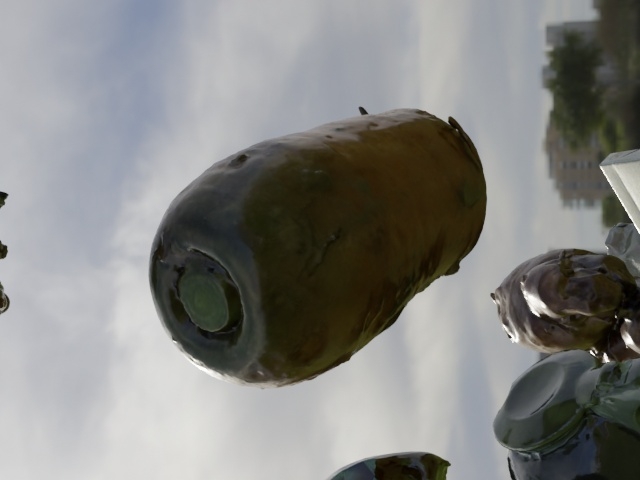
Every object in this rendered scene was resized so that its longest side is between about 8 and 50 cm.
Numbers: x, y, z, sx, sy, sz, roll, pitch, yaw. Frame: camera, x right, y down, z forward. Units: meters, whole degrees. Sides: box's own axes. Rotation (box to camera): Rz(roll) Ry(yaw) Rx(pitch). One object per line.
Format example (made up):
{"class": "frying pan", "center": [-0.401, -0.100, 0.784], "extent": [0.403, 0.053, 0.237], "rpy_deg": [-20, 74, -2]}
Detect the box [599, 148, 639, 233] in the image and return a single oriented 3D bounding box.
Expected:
{"class": "box", "center": [0.332, -0.045, 0.981], "extent": [0.024, 0.167, 0.090], "rpy_deg": [-41, -74, -22]}

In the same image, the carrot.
{"class": "carrot", "center": [0.000, 0.000, 1.074], "extent": [0.340, 0.224, 0.224], "rpy_deg": [-27, -61, -49]}

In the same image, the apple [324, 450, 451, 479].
{"class": "apple", "center": [0.135, 0.498, 1.701], "extent": [0.374, 0.384, 0.374], "rpy_deg": [54, 155, 39]}

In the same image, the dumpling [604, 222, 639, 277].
{"class": "dumpling", "center": [0.576, 0.019, 1.840], "extent": [0.108, 0.188, 0.127], "rpy_deg": [49, -146, -76]}

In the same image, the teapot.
{"class": "teapot", "center": [0.328, 0.244, 1.200], "extent": [0.239, 0.239, 0.321], "rpy_deg": [-49, 17, -10]}

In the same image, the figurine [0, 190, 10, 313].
{"class": "figurine", "center": [-0.542, 0.049, 1.666], "extent": [0.194, 0.133, 0.274], "rpy_deg": [-57, -29, -78]}

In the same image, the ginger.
{"class": "ginger", "center": [0.423, 0.098, 1.518], "extent": [0.274, 0.357, 0.152], "rpy_deg": [95, -169, -70]}
